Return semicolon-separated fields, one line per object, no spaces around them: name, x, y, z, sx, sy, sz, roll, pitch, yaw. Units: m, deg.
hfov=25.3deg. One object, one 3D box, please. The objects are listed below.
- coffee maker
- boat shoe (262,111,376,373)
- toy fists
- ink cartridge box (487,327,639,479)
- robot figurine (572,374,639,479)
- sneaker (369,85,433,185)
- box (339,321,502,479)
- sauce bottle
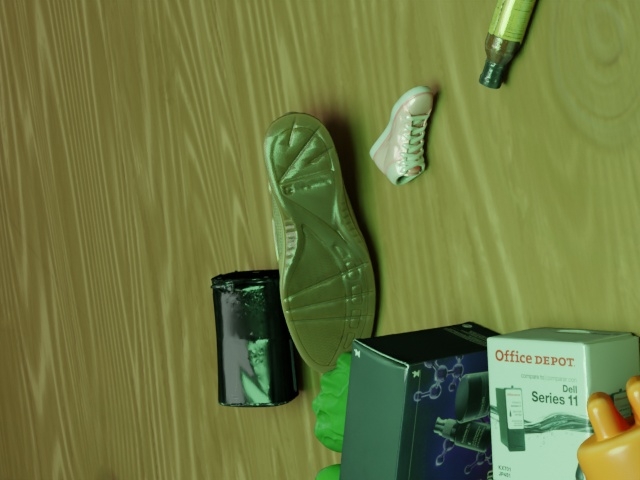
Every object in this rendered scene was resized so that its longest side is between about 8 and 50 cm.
coffee maker;-0.097;0.134;1.925;0.120;0.171;0.178;-1;95;37
boat shoe;0.000;0.000;1.843;0.110;0.121;0.341;-102;4;-81
toy fists;0.054;0.279;1.796;0.142;0.096;0.279;7;100;52
ink cartridge box;0.260;0.201;1.515;0.153;0.087;0.208;-2;91;53
robot figurine;0.331;0.242;1.376;0.128;0.158;0.219;-29;83;61
sneaker;0.110;-0.121;1.716;0.070;0.051;0.134;60;140;28
box;0.122;0.238;1.626;0.103;0.184;0.261;23;112;51
sauce bottle;0.205;-0.231;1.580;0.042;0.042;0.128;45;128;42
